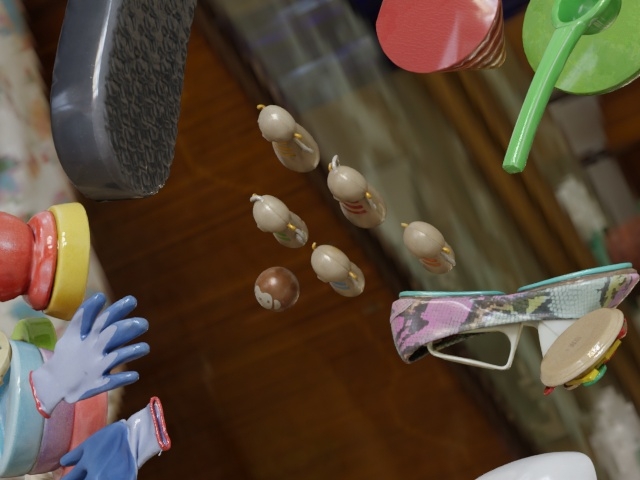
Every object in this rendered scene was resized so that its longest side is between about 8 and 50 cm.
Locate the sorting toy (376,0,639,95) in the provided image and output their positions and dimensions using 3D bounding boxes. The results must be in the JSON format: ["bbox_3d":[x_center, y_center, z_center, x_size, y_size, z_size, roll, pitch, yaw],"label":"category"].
[{"bbox_3d":[0.230,-0.166,1.530,0.126,0.366,0.127,30,73,-55],"label":"sorting toy"}]

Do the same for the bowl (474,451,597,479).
[{"bbox_3d":[0.130,0.210,1.188,0.053,0.142,0.142,6,73,-21],"label":"bowl"}]

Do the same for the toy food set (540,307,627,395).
[{"bbox_3d":[0.197,0.083,1.366,0.020,0.083,0.082,46,65,-12],"label":"toy food set"}]

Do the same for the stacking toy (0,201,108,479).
[{"bbox_3d":[-0.316,0.139,1.808,0.130,0.279,0.309,5,47,-22],"label":"stacking toy"}]

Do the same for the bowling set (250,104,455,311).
[{"bbox_3d":[0.000,0.000,2.090,0.287,0.200,0.154,35,-4,18],"label":"bowling set"}]

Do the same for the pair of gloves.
[{"bbox_3d":[-0.188,0.150,1.554,0.023,0.159,0.198,8,53,-44],"label":"pair of gloves"}]

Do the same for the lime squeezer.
[{"bbox_3d":[0.207,-0.158,1.274,0.310,0.059,0.110,-32,121,-36],"label":"lime squeezer"}]

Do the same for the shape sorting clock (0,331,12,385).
[{"bbox_3d":[-0.304,0.119,1.239,0.040,0.206,0.206,63,17,-17],"label":"shape sorting clock"}]

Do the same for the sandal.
[{"bbox_3d":[-0.090,-0.136,0.819,0.097,0.054,0.254,57,36,-51],"label":"sandal"}]

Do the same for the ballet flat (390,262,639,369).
[{"bbox_3d":[0.169,0.072,1.568,0.077,0.221,0.079,30,53,-70],"label":"ballet flat"}]
